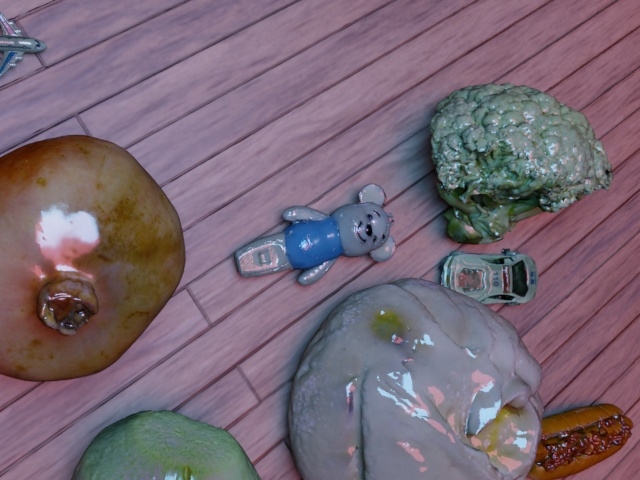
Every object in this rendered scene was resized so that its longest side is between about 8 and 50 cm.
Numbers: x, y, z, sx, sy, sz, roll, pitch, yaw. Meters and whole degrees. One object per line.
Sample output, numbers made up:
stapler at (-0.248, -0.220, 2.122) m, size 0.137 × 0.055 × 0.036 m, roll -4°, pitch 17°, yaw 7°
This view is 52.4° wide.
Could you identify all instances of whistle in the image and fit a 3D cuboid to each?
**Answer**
whistle at (0.000, 0.000, 0.876) m, size 0.236 × 0.077 × 0.114 m, roll -16°, pitch 102°, yaw -22°

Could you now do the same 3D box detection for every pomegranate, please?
pomegranate at (-0.259, 0.023, 0.652) m, size 0.252 × 0.270 × 0.229 m, roll -44°, pitch 114°, yaw -12°

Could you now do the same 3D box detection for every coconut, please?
coconut at (-0.173, 0.316, 0.721) m, size 0.236 × 0.204 × 0.236 m, roll -20°, pitch 126°, yaw -31°

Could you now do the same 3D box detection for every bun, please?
bun at (0.142, 0.229, 0.856) m, size 0.365 × 0.219 × 0.365 m, roll 2°, pitch 84°, yaw -23°

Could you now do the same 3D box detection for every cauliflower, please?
cauliflower at (0.264, -0.092, 0.929) m, size 0.275 × 0.272 × 0.250 m, roll 21°, pitch 111°, yaw -8°

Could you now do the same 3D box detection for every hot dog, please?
hot dog at (0.414, 0.327, 1.053) m, size 0.249 × 0.076 × 0.102 m, roll -5°, pitch 94°, yaw -25°

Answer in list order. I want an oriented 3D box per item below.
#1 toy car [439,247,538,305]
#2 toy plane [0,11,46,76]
toy car at (0.269, 0.057, 1.005) m, size 0.186 × 0.058 × 0.093 m, roll 1°, pitch 87°, yaw -24°
toy plane at (-0.357, -0.224, 0.742) m, size 0.083 × 0.033 × 0.080 m, roll -3°, pitch 89°, yaw -31°
